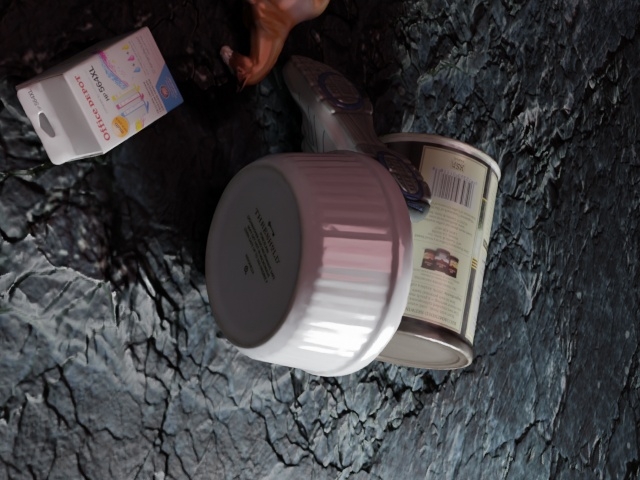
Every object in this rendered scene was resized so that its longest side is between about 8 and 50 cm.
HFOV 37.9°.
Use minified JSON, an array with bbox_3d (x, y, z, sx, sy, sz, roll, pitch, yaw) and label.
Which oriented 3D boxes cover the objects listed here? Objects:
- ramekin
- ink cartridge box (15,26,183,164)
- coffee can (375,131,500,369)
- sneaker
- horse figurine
[{"bbox_3d":[-0.028,0.022,1.072,0.127,0.273,0.272,6,82,-35],"label":"ramekin"},{"bbox_3d":[-0.235,-0.147,0.972,0.143,0.090,0.092,-45,119,-41],"label":"ink cartridge box"},{"bbox_3d":[0.129,0.019,1.282,0.202,0.202,0.275,31,64,-43],"label":"coffee can"},{"bbox_3d":[0.017,-0.116,1.194,0.111,0.129,0.297,1,52,-45],"label":"sneaker"},{"bbox_3d":[-0.054,-0.330,1.209,0.263,0.066,0.174,-45,113,-38],"label":"horse figurine"}]
